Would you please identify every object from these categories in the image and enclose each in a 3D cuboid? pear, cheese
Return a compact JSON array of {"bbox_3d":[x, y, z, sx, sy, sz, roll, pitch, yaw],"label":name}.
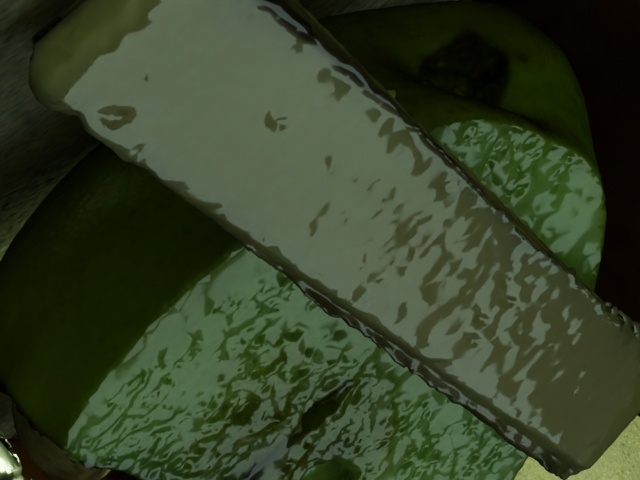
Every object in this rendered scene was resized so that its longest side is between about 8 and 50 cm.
[{"bbox_3d":[0.000,0.000,0.878,0.292,0.159,0.292,-20,136,-21],"label":"pear"},{"bbox_3d":[0.035,0.002,0.770,0.085,0.034,0.400,-44,139,8],"label":"cheese"}]

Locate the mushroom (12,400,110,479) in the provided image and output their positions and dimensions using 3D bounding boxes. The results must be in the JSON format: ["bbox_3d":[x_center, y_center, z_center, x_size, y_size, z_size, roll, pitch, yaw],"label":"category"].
[{"bbox_3d":[-0.113,0.091,1.258,0.166,0.127,0.166,-39,170,-8],"label":"mushroom"}]

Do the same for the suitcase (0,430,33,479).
[{"bbox_3d":[-0.308,0.236,0.995,0.345,0.188,0.339,-39,172,20],"label":"suitcase"}]

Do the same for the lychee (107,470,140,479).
[{"bbox_3d":[-0.199,0.240,1.753,0.200,0.200,0.238,-34,169,-14],"label":"lychee"}]

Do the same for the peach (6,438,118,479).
[{"bbox_3d":[-0.216,0.318,1.401,0.302,0.342,0.343,-57,172,5],"label":"peach"}]

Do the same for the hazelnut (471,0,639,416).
[{"bbox_3d":[0.249,-0.063,1.117,0.359,0.359,0.409,-34,176,-11],"label":"hazelnut"}]
